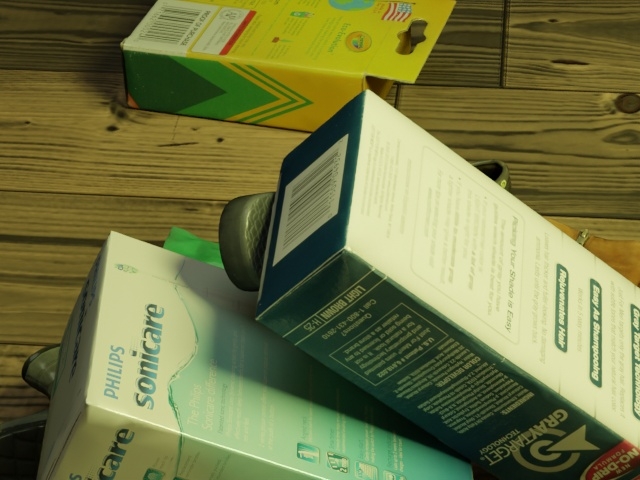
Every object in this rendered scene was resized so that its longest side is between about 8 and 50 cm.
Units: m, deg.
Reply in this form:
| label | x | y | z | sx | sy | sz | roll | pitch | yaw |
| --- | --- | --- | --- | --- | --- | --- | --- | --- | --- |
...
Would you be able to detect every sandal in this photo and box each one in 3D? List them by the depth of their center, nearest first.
| label | x | y | z | sx | sy | sz | roll | pitch | yaw |
| --- | --- | --- | --- | --- | --- | --- | --- | --- | --- |
| sandal | 0.000 | -0.001 | 1.470 | 0.054 | 0.097 | 0.254 | -8 | -10 | 36 |

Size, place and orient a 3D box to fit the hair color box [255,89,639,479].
| label | x | y | z | sx | sy | sz | roll | pitch | yaw |
| --- | --- | --- | --- | --- | --- | --- | --- | --- | --- |
| hair color box | 0.124 | 0.062 | 1.384 | 0.347 | 0.105 | 0.174 | 34 | 39 | -22 |

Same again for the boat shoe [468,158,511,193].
| label | x | y | z | sx | sy | sz | roll | pitch | yaw |
| --- | --- | --- | --- | --- | --- | --- | --- | --- | --- |
| boat shoe | 0.077 | -0.021 | 1.776 | 0.227 | 0.069 | 0.081 | -17 | 37 | -23 |

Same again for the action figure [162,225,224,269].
| label | x | y | z | sx | sy | sz | roll | pitch | yaw |
| --- | --- | --- | --- | --- | --- | --- | --- | --- | --- |
| action figure | -0.030 | 0.047 | 1.683 | 0.232 | 0.063 | 0.137 | 9 | 33 | 2 |

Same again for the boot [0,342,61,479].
| label | x | y | z | sx | sy | sz | roll | pitch | yaw |
| --- | --- | --- | --- | --- | --- | --- | --- | --- | --- |
| boot | -0.198 | 0.140 | 1.528 | 0.246 | 0.083 | 0.161 | -8 | 27 | -39 |

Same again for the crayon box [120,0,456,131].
| label | x | y | z | sx | sy | sz | roll | pitch | yaw |
| --- | --- | --- | --- | --- | --- | --- | --- | --- | --- |
| crayon box | -0.030 | -0.203 | 2.043 | 0.318 | 0.081 | 0.202 | 9 | 35 | 15 |

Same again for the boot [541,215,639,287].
| label | x | y | z | sx | sy | sz | roll | pitch | yaw |
| --- | --- | --- | --- | --- | --- | --- | --- | --- | --- |
| boot | 0.144 | 0.038 | 1.654 | 0.264 | 0.096 | 0.280 | 12 | 35 | 13 |

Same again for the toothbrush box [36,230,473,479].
| label | x | y | z | sx | sy | sz | roll | pitch | yaw |
| --- | --- | --- | --- | --- | --- | --- | --- | --- | --- |
| toothbrush box | -0.047 | 0.140 | 1.396 | 0.295 | 0.126 | 0.216 | 20 | 31 | -14 |
